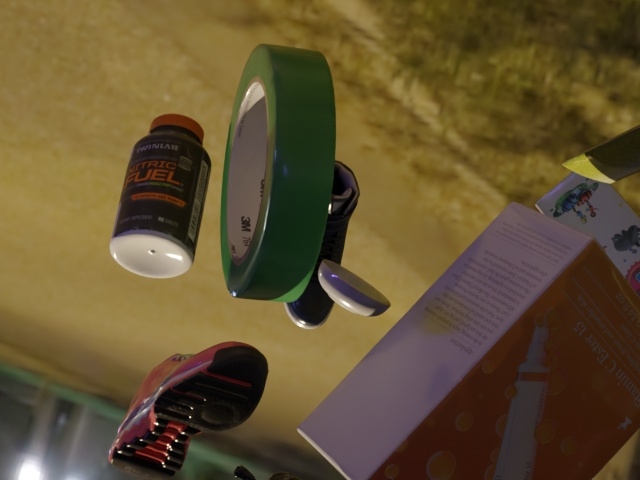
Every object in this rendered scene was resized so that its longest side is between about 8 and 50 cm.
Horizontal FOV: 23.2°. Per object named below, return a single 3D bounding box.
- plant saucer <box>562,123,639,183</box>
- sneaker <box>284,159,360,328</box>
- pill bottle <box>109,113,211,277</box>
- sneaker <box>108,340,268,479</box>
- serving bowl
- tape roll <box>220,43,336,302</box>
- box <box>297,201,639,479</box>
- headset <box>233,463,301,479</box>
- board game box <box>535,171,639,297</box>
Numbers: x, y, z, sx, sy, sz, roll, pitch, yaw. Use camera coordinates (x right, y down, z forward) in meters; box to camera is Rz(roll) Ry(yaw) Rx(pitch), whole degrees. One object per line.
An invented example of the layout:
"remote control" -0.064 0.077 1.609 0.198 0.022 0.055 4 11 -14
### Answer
"plant saucer" 0.382 -0.119 1.669 0.188 0.045 0.188 -25 179 -26
"sneaker" -0.002 -0.001 2.137 0.086 0.226 0.163 10 165 -2
"pill bottle" -0.239 -0.075 2.385 0.130 0.246 0.130 5 145 3
"sneaker" -0.177 0.187 2.001 0.116 0.136 0.314 24 137 -26
"serving bowl" 0.030 0.053 1.584 0.083 0.027 0.083 34 -172 -5
"tape roll" -0.058 -0.084 1.966 0.077 0.321 0.321 5 170 -15
"box" 0.186 0.166 1.654 0.215 0.345 0.168 47 173 -27
"headset" -0.132 0.432 1.905 0.185 0.394 0.243 0 -140 -47
"board game box" 0.426 0.045 2.047 0.303 0.097 0.224 50 -170 13
